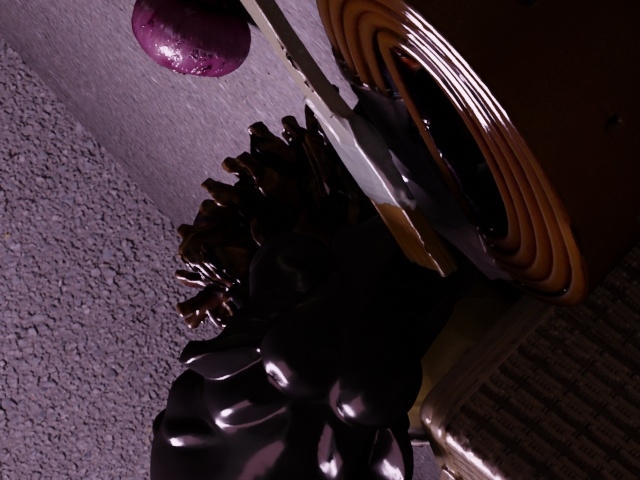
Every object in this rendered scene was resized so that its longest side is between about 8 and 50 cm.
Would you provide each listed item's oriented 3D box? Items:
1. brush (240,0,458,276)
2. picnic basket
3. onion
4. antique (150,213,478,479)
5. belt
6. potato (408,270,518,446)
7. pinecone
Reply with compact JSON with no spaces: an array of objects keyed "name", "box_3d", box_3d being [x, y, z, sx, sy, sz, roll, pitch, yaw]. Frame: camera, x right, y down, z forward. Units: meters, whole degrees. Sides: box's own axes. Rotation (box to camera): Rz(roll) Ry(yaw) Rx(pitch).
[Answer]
[{"name":"brush","box_3d":[-0.015,-0.117,1.231,0.336,0.020,0.085,55,171,-17]},{"name":"picnic basket","box_3d":[0.212,0.147,1.415,0.175,0.228,0.313,39,168,27]},{"name":"onion","box_3d":[-0.117,-0.202,1.798,0.115,0.104,0.115,17,-163,-5]},{"name":"antique","box_3d":[-0.011,0.113,1.441,0.185,0.322,0.255,31,-154,0]},{"name":"belt","box_3d":[0.113,-0.087,1.193,0.217,0.122,0.339,38,168,33]},{"name":"potato","box_3d":[0.115,0.103,1.815,0.299,0.196,0.246,5,175,26]},{"name":"pinecone","box_3d":[0.004,-0.002,1.642,0.243,0.257,0.243,50,159,28]}]
